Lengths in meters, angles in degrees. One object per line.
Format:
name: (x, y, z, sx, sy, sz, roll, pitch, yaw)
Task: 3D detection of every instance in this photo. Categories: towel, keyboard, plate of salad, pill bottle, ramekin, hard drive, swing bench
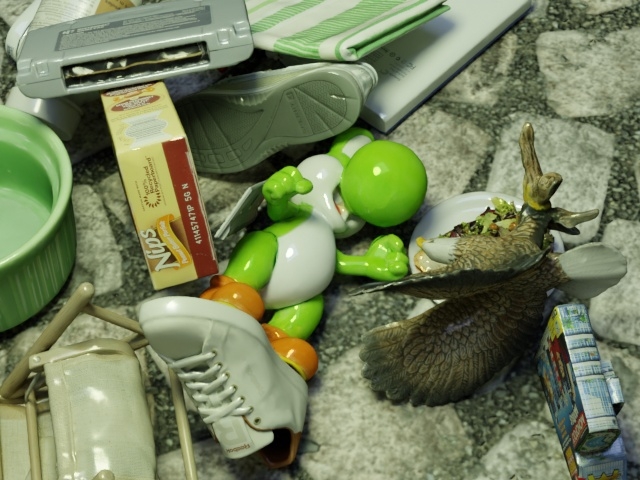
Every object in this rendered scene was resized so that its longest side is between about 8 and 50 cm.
towel: (-0.015, -0.324, 1.854, 0.325, 0.038, 0.248, 19, 39, 36)
keyboard: (-0.089, -0.043, 1.634, 0.014, 0.256, 0.072, 30, 97, 1)
plate of salad: (0.212, 0.011, 1.686, 0.200, 0.048, 0.200, -2, 54, 3)
pill bottle: (-0.350, -0.263, 1.845, 0.131, 0.131, 0.229, 18, 77, 16)
ramekin: (-0.456, -0.019, 1.682, 0.303, 0.148, 0.303, -1, 51, 1)
hard drive: (0.125, -0.308, 1.924, 0.210, 0.040, 0.319, 37, 65, 26)
swing bench: (-0.282, 0.228, 1.479, 0.255, 0.165, 0.253, -33, 51, 25)

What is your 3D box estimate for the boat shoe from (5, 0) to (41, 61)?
boat shoe: (-0.361, -0.352, 1.969, 0.084, 0.095, 0.258, 27, 71, 16)

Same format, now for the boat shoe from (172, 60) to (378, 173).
boat shoe: (-0.076, -0.172, 1.769, 0.320, 0.118, 0.103, -14, 18, 29)

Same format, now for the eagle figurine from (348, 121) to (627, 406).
eagle figurine: (0.182, 0.048, 1.542, 0.226, 0.225, 0.298, 50, 61, -14)

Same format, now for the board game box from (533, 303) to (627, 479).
board game box: (0.303, 0.189, 1.491, 0.060, 0.194, 0.194, -11, 69, -3)

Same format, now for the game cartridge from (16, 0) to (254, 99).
game cartridge: (-0.235, -0.254, 1.695, 0.294, 0.060, 0.196, -10, 29, -1)

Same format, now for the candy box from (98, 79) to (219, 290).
candy box: (-0.207, -0.093, 1.633, 0.088, 0.183, 0.316, -15, 27, -7)

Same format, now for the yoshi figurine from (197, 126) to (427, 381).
yoshi figurine: (0.014, -0.009, 1.635, 0.203, 0.203, 0.362, 24, 57, 11)

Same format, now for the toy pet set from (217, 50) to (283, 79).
toy pet set: (-0.068, -0.228, 1.868, 0.122, 0.065, 0.114, -31, 45, 6)

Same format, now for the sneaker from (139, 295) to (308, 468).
sneaker: (-0.098, 0.164, 1.458, 0.106, 0.290, 0.123, -17, 51, 27)
